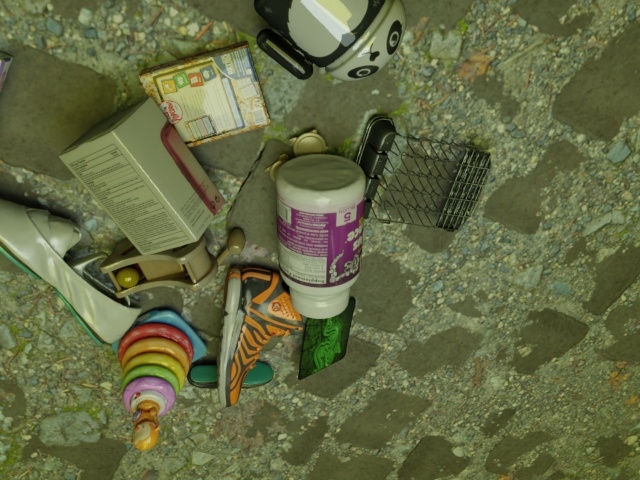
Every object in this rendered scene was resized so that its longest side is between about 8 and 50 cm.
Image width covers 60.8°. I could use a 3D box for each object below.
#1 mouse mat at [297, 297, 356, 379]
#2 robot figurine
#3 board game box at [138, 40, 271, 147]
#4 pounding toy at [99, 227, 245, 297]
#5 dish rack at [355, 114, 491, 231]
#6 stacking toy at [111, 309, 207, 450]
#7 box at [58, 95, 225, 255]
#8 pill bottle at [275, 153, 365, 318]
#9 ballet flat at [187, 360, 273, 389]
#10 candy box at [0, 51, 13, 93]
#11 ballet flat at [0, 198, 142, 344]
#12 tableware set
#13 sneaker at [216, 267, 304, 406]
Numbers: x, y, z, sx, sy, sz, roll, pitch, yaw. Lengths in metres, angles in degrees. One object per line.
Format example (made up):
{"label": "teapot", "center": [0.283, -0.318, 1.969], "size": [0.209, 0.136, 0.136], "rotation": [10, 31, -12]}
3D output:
{"label": "mouse mat", "center": [0.015, 0.229, 1.266], "size": [0.152, 0.007, 0.190], "rotation": [-18, 130, -37]}
{"label": "robot figurine", "center": [0.008, -0.376, 0.858], "size": [0.278, 0.209, 0.174], "rotation": [35, 71, -25]}
{"label": "board game box", "center": [-0.200, -0.254, 0.971], "size": [0.193, 0.045, 0.147], "rotation": [-15, 122, 0]}
{"label": "pounding toy", "center": [-0.275, 0.063, 1.080], "size": [0.269, 0.154, 0.155], "rotation": [-17, 121, 1]}
{"label": "dish rack", "center": [0.203, -0.122, 1.101], "size": [0.271, 0.074, 0.208], "rotation": [7, 120, -19]}
{"label": "stacking toy", "center": [-0.347, 0.301, 1.121], "size": [0.175, 0.302, 0.166], "rotation": [-29, 121, 9]}
{"label": "box", "center": [-0.305, -0.107, 0.961], "size": [0.148, 0.127, 0.232], "rotation": [-13, 124, 31]}
{"label": "pill bottle", "center": [0.000, 0.000, 1.064], "size": [0.169, 0.169, 0.302], "rotation": [-4, 125, -7]}
{"label": "ballet flat", "center": [-0.215, 0.324, 1.300], "size": [0.203, 0.074, 0.074], "rotation": [3, 120, -18]}
{"label": "candy box", "center": [-0.625, -0.260, 0.869], "size": [0.196, 0.070, 0.165], "rotation": [22, 105, -21]}
{"label": "ballet flat", "center": [-0.492, 0.040, 1.062], "size": [0.139, 0.139, 0.400], "rotation": [-26, 125, 6]}
{"label": "tableware set", "center": [-0.021, -0.133, 1.087], "size": [0.141, 0.020, 0.168], "rotation": [-37, 121, 16]}
{"label": "sneaker", "center": [-0.130, 0.220, 1.192], "size": [0.179, 0.124, 0.321], "rotation": [6, 107, -14]}
